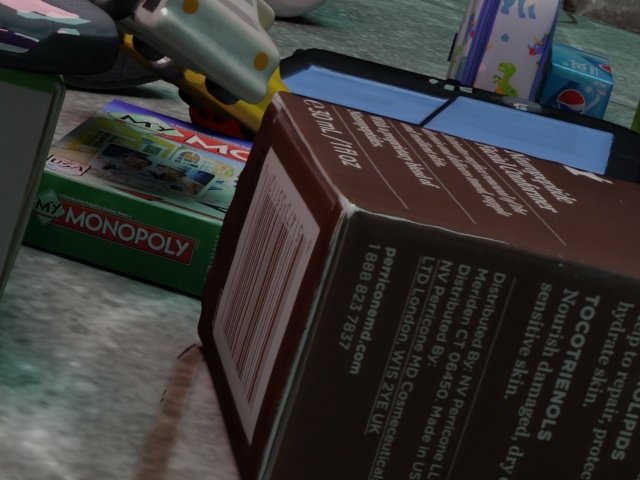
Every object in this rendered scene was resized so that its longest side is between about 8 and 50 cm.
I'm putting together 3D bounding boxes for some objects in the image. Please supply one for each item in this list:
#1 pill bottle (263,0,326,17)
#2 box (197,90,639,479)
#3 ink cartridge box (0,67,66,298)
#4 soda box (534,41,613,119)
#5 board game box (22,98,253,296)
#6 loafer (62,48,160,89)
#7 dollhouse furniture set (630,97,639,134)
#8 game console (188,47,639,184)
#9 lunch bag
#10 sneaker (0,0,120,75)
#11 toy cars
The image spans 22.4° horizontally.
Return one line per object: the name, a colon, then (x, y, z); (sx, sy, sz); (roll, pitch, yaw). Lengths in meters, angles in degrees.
pill bottle: (-0.114, -0.395, 1.943); (0.181, 0.181, 0.323); (2, 21, -42)
box: (0.151, 0.058, 0.738); (0.381, 0.143, 0.191); (14, 15, -16)
ink cartridge box: (-0.255, -0.088, 0.837); (0.211, 0.121, 0.289); (14, 15, -16)
soda box: (0.279, -0.169, 1.791); (0.071, 0.067, 0.210); (18, 16, 4)
board game box: (0.000, 0.000, 0.949); (0.317, 0.046, 0.213); (17, 16, 1)
loafer: (-0.237, -0.180, 1.221); (0.302, 0.109, 0.095); (0, 18, -39)
dollhouse furniture set: (0.477, -0.117, 1.660); (0.197, 0.151, 0.301); (13, 16, -16)
game console: (0.101, -0.092, 1.353); (0.342, 0.060, 0.386); (20, 15, 9)
lunch bag: (0.188, -0.214, 1.645); (0.090, 0.176, 0.219); (17, 16, 0)
sneaker: (-0.176, -0.148, 0.717); (0.223, 0.098, 0.083); (26, 18, 23)
toy cars: (-0.080, -0.143, 1.000); (0.176, 0.087, 0.394); (34, -1, 3)
